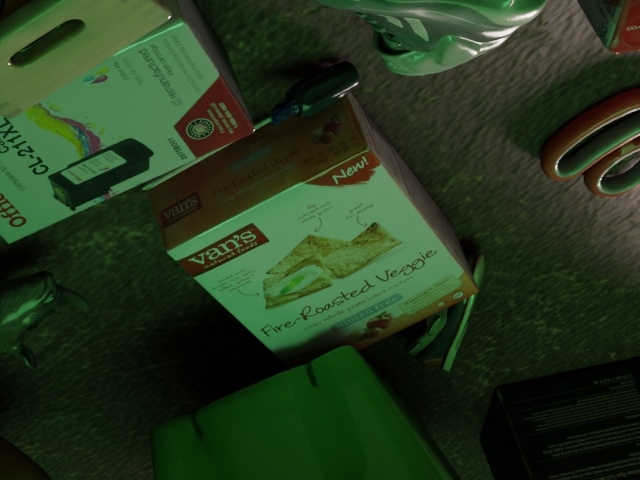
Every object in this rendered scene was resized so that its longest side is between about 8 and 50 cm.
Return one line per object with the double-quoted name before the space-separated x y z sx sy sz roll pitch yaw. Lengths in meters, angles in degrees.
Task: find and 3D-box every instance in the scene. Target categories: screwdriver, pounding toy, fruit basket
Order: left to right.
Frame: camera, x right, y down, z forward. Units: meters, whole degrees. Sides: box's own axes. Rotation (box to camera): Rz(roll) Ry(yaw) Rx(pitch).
"pounding toy" -0.153 -0.164 0.946 0.141 0.130 0.100 -30 157 15
"screwdriver" -0.042 -0.069 1.158 0.170 0.025 0.024 -36 162 -26
"fruit basket" 0.054 0.289 1.408 0.283 0.392 0.392 -23 146 5

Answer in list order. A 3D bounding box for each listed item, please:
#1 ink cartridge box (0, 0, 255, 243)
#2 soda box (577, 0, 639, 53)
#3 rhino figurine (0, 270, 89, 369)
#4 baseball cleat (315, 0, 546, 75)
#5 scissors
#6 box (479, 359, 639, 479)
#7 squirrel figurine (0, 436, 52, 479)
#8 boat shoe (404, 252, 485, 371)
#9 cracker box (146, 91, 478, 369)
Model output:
"ink cartridge box" -0.146 -0.086 1.093 0.175 0.072 0.127 -25 147 6
"soda box" 0.295 -0.194 1.157 0.263 0.083 0.092 -11 145 -14
"rhino figurine" -0.276 0.057 1.230 0.243 0.073 0.106 -7 141 -21
"baseball cleat" 0.041 -0.143 1.111 0.206 0.072 0.109 7 145 -29
"scissors" 0.298 -0.118 1.320 0.297 0.021 0.109 -33 143 21
"box" 0.300 0.209 1.639 0.261 0.184 0.103 -10 145 -14
"squirrel figurine" -0.376 0.280 1.311 0.397 0.281 0.370 15 122 -38
"boat shoe" 0.099 0.055 1.445 0.043 0.049 0.137 23 142 7
"cracker box" 0.000 0.000 1.294 0.156 0.067 0.232 -27 145 11
